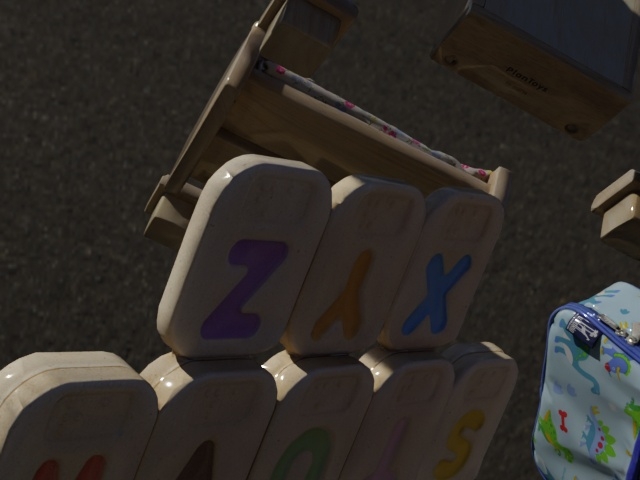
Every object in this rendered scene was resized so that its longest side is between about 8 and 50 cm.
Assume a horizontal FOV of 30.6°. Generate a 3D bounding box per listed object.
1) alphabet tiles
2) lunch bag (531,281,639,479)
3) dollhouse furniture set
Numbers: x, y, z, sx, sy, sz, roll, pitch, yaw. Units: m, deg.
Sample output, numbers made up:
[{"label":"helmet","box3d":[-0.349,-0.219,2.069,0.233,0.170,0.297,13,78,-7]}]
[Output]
[{"label":"alphabet tiles","box3d":[-0.021,0.105,0.445,0.021,0.278,0.284,32,16,35]},{"label":"lunch bag","box3d":[0.273,0.161,1.022,0.090,0.219,0.176,-19,42,-28]},{"label":"dollhouse furniture set","box3d":[0.085,-0.082,0.802,0.303,0.355,0.174,26,57,-12]}]
